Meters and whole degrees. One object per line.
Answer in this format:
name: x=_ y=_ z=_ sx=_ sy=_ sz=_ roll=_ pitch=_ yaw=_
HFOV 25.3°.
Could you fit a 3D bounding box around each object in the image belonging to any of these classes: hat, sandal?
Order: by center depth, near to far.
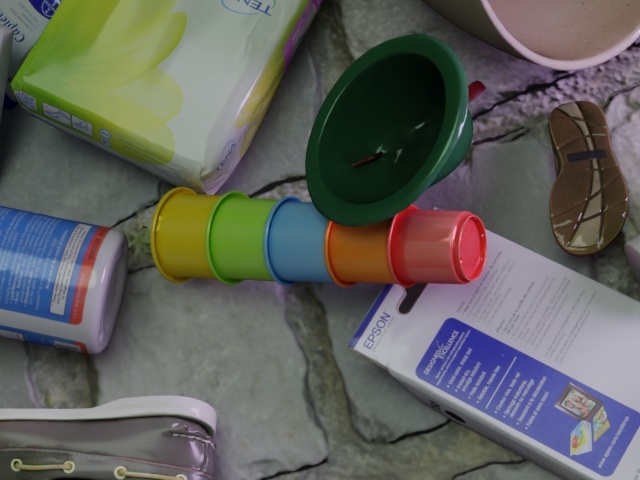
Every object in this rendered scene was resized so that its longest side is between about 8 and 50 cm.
hat: x=0.113 y=-0.077 z=1.289 sx=0.173 sy=0.183 sz=0.208 roll=20 pitch=83 yaw=46
sandal: x=0.247 y=-0.055 z=1.335 sx=0.072 sy=0.049 sz=0.180 roll=-4 pitch=51 yaw=6

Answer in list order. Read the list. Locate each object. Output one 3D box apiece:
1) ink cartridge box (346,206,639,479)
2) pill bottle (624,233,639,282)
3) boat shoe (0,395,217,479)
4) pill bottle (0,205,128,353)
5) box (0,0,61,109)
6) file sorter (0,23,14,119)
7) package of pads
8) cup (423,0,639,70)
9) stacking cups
ink cartridge box: x=0.205 y=0.111 z=1.259 sx=0.333 sy=0.065 sz=0.165 roll=28 pitch=76 yaw=22
pill bottle: x=0.369 y=-0.016 z=1.249 sx=0.193 sy=0.108 sz=0.108 roll=-33 pitch=63 yaw=-1
boat shoe: x=-0.245 y=0.209 z=1.301 sx=0.305 sy=0.109 sz=0.091 roll=-7 pitch=60 yaw=7
pill bottle: x=-0.304 y=0.029 z=1.360 sx=0.222 sy=0.124 sz=0.124 roll=12 pitch=69 yaw=2
box: x=-0.338 y=-0.232 z=1.509 sx=0.137 sy=0.072 sz=0.126 roll=-46 pitch=79 yaw=7
file sorter: x=-0.485 y=-0.159 z=1.442 sx=0.278 sy=0.173 sz=0.192 roll=25 pitch=115 yaw=23
package of pads: x=-0.139 y=-0.213 z=1.443 sx=0.229 sy=0.101 sz=0.296 roll=26 pitch=76 yaw=7
cup: x=0.170 y=-0.343 z=1.358 sx=0.237 sy=0.331 sz=0.331 roll=20 pitch=71 yaw=47
stacking cups: x=0.000 y=0.000 z=1.306 sx=0.316 sy=0.096 sz=0.096 roll=2 pitch=67 yaw=28
